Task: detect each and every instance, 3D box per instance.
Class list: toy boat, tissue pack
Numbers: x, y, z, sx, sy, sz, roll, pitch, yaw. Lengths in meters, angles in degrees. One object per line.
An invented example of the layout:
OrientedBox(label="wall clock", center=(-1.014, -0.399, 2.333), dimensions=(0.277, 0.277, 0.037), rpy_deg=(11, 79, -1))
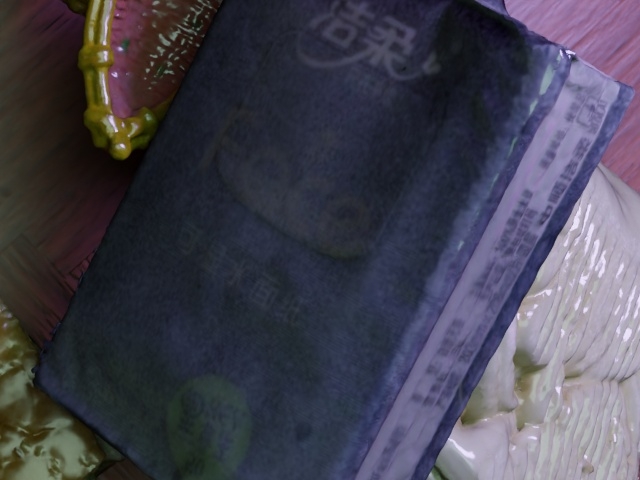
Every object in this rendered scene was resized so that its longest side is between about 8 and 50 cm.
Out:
OrientedBox(label="toy boat", center=(-0.087, -0.207, 1.428), dimensions=(0.141, 0.099, 0.318), rpy_deg=(26, 92, -26))
OrientedBox(label="tissue pack", center=(0.000, 0.000, 1.359), dimensions=(0.124, 0.288, 0.394), rpy_deg=(19, 102, -55))

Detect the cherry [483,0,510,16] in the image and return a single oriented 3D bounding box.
OrientedBox(label="cherry", center=(0.039, -0.178, 1.567), dimensions=(0.296, 0.218, 0.255), rpy_deg=(-18, 122, -1))

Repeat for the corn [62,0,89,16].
OrientedBox(label="corn", center=(-0.139, -0.316, 1.474), dimensions=(0.102, 0.102, 0.313), rpy_deg=(6, 105, -19))

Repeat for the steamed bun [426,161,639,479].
OrientedBox(label="steamed bun", center=(0.110, 0.089, 1.549), dimensions=(0.346, 0.237, 0.394), rpy_deg=(-42, 130, -40))

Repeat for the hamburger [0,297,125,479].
OrientedBox(label="hamburger", center=(-0.262, 0.123, 1.487), dimensions=(0.155, 0.135, 0.207), rpy_deg=(-29, 94, -21))
